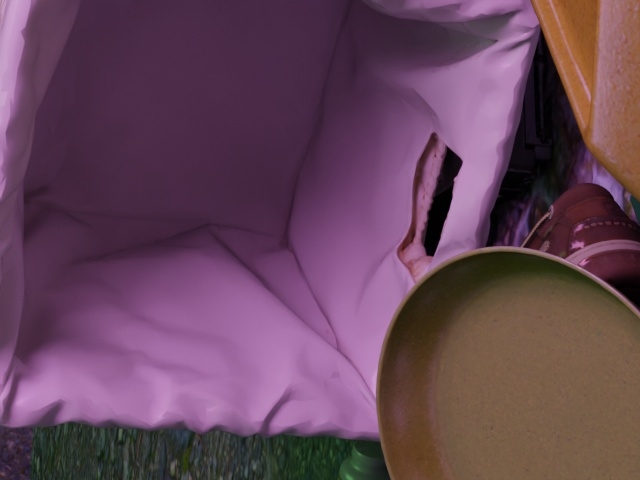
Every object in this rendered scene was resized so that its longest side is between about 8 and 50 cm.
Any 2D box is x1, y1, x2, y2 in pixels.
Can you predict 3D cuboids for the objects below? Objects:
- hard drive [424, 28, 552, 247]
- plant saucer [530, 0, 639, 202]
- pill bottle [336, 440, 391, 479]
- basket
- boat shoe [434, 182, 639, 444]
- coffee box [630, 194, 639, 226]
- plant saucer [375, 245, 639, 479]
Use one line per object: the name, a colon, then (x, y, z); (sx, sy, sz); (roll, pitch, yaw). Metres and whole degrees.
hard drive: (0.073, -0.121, 1.477); (0.339, 0.064, 0.237); (148, 123, -67)
plant saucer: (0.142, -0.199, 0.892); (0.333, 0.081, 0.332); (-100, 7, -55)
pill bottle: (0.033, 0.200, 1.563); (0.043, 0.043, 0.083); (-118, 37, -59)
basket: (-0.079, -0.072, 1.302); (0.266, 0.331, 0.328); (-121, 41, -58)
boat shoe: (0.125, 0.063, 1.235); (0.257, 0.095, 0.095); (-52, 42, 40)
coffee box: (0.225, -0.046, 1.030); (0.113, 0.040, 0.184); (-104, 25, -44)
plant saucer: (0.134, 0.116, 1.134); (0.241, 0.037, 0.241); (16, 114, 40)
